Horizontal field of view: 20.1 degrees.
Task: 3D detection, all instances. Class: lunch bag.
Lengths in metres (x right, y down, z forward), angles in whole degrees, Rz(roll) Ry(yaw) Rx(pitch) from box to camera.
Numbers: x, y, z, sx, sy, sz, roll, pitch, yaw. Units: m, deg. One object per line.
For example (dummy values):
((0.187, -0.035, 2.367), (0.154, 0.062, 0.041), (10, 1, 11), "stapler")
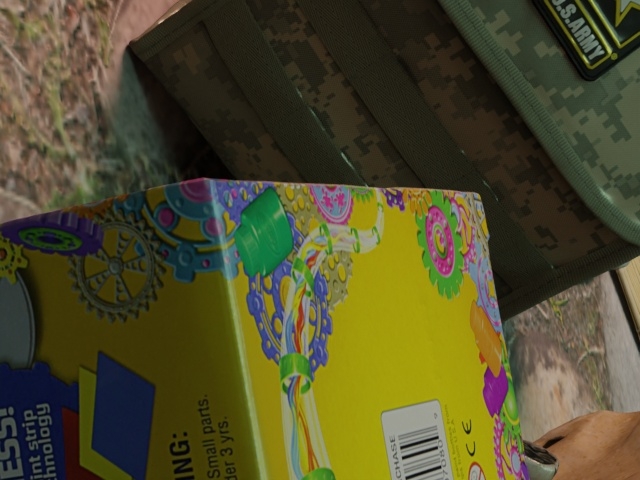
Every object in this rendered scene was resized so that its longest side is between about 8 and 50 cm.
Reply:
((0.093, -0.098, 0.917), (0.235, 0.287, 0.169), (53, 32, -11), "lunch bag")

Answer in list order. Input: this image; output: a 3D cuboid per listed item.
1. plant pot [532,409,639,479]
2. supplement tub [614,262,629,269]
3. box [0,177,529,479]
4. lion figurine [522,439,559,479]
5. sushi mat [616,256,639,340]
((0.218, 0.272, 1.103), (0.305, 0.333, 0.334), (62, 28, -7), "plant pot")
((0.165, -0.005, 1.299), (0.071, 0.107, 0.071), (36, 49, -54), "supplement tub")
((-0.085, 0.151, 0.518), (0.177, 0.279, 0.290), (-1, 79, -64), "box")
((0.113, 0.250, 0.925), (0.142, 0.392, 0.240), (-9, 126, -66), "lion figurine")
((0.261, -0.064, 1.626), (0.317, 0.019, 0.151), (66, 29, -24), "sushi mat")
